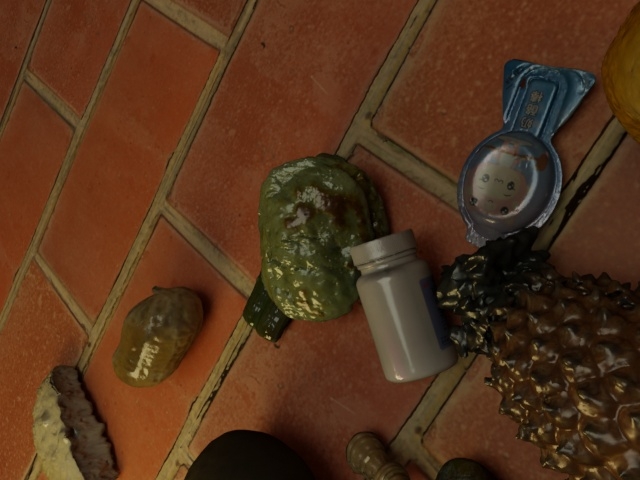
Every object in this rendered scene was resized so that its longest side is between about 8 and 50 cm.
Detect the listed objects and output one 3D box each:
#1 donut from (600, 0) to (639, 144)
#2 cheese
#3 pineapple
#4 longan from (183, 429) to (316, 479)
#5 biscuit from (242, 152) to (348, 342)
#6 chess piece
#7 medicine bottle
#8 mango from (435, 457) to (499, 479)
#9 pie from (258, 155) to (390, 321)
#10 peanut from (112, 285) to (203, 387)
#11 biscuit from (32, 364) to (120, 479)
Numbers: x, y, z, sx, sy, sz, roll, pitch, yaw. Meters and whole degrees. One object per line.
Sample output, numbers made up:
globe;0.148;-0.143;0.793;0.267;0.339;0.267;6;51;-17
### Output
donut;0.394;-0.075;0.479;0.163;0.377;0.435;-47;57;23
cheese;0.249;-0.104;0.771;0.135;0.052;0.245;24;100;34
pineapple;0.251;0.101;0.673;0.357;0.222;0.223;44;111;41
longan;-0.104;0.402;0.892;0.246;0.215;0.246;-40;38;40
biscuit;-0.037;0.012;0.977;0.099;0.038;0.323;36;107;35
chess piece;0.091;0.317;0.799;0.172;0.060;0.060;-155;77;-67
medicine bottle;0.108;0.085;0.807;0.102;0.102;0.187;-20;86;33
mango;0.174;0.432;0.734;0.192;0.146;0.317;2;71;34
pie;0.000;0.000;0.890;0.200;0.090;0.248;0;99;11
peanut;-0.299;0.177;1.095;0.129;0.129;0.224;40;106;31
biscuit;-0.535;0.422;1.269;0.179;0.084;0.281;-49;62;22
